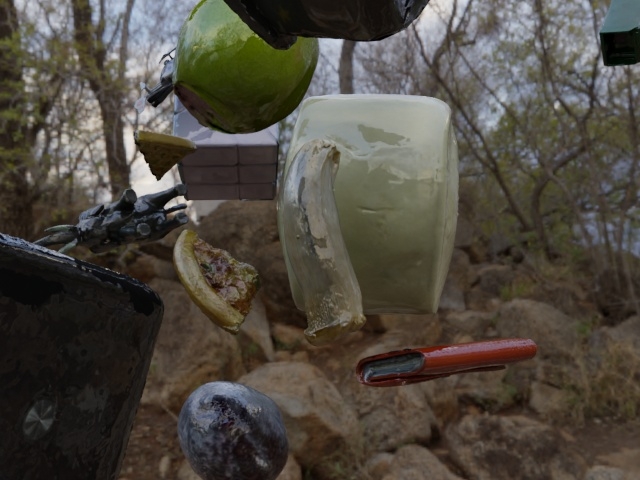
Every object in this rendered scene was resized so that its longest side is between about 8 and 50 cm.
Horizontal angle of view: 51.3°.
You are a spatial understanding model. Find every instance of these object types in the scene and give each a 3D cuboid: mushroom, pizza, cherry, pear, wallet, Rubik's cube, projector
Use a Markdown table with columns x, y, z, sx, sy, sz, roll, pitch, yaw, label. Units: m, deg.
| x | y | z | sx | sy | sz | roll | pitch | yaw | label |
| --- | --- | --- | --- | --- | --- | --- | --- | --- | --- |
| 0.000 | 0.000 | 1.121 | 0.123 | 0.351 | 0.095 | -2 | -10 | -23 | mushroom |
| -0.188 | 0.075 | 1.306 | 0.197 | 0.292 | 0.058 | 14 | -60 | -40 | pizza |
| -0.190 | 0.430 | 1.471 | 0.218 | 0.255 | 0.296 | -35 | -48 | 1 | cherry |
| -0.088 | -0.250 | 0.891 | 0.187 | 0.219 | 0.187 | 37 | -15 | 11 | pear |
| 0.168 | 0.161 | 0.887 | 0.204 | 0.045 | 0.142 | 0 | -15 | -33 | wallet |
| -0.209 | -0.241 | 1.514 | 0.221 | 0.231 | 0.224 | -2 | -26 | -5 | Rubik's cube |
| -0.433 | 0.192 | 0.833 | 0.242 | 0.395 | 0.405 | 8 | -11 | 24 | projector |

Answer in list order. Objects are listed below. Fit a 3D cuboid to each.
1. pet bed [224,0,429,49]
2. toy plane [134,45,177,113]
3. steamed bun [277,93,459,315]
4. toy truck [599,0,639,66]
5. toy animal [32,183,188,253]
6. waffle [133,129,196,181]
| x | y | z | sx | sy | sz | roll | pitch | yaw | label |
| --- | --- | --- | --- | --- | --- | --- | --- | --- | --- |
| 0.013 | -0.264 | 0.484 | 0.159 | 0.210 | 0.183 | 14 | -31 | 27 | pet bed |
| -0.307 | -0.335 | 1.363 | 0.197 | 0.078 | 0.053 | -36 | -44 | 6 | toy plane |
| 0.092 | -0.066 | 1.346 | 0.371 | 0.455 | 0.290 | 1 | 8 | 6 | steamed bun |
| 0.453 | -0.315 | 0.938 | 0.079 | 0.147 | 0.065 | 8 | -34 | 36 | toy truck |
| -0.322 | -0.027 | 1.064 | 0.137 | 0.082 | 0.270 | -20 | 0 | 42 | toy animal |
| -0.263 | -0.128 | 1.023 | 0.098 | 0.023 | 0.153 | 5 | -17 | -34 | waffle |
